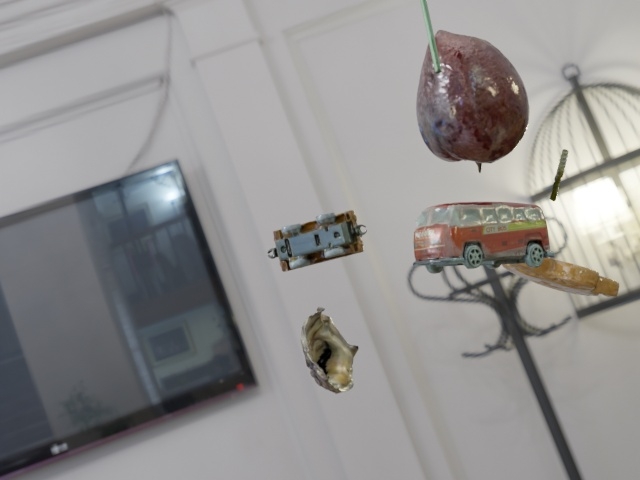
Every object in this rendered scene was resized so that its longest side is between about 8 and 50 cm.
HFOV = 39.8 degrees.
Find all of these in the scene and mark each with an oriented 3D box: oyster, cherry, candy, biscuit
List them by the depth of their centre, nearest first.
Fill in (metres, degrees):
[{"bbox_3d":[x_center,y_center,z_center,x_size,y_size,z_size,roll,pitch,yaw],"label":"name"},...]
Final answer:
[{"bbox_3d":[0.182,-0.425,1.515,0.091,0.305,0.083,-11,-16,5],"label":"candy"},{"bbox_3d":[0.291,-0.272,1.733,0.203,0.300,0.230,-24,14,-15],"label":"cherry"},{"bbox_3d":[0.500,0.076,1.912,0.275,0.052,0.355,17,-2,13],"label":"biscuit"},{"bbox_3d":[0.014,0.284,2.152,0.101,0.270,0.275,-4,26,19],"label":"oyster"}]

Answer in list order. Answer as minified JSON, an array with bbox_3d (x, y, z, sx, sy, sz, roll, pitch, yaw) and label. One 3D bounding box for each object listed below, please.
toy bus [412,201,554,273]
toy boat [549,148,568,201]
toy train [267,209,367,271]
[{"bbox_3d":[0.276,-0.007,1.528,0.265,0.119,0.121,-2,-3,-36],"label":"toy bus"},{"bbox_3d":[0.512,-0.139,1.895,0.016,0.063,0.115,15,-28,12],"label":"toy boat"},{"bbox_3d":[0.000,0.000,1.762,0.220,0.089,0.127,-16,-3,23],"label":"toy train"}]
